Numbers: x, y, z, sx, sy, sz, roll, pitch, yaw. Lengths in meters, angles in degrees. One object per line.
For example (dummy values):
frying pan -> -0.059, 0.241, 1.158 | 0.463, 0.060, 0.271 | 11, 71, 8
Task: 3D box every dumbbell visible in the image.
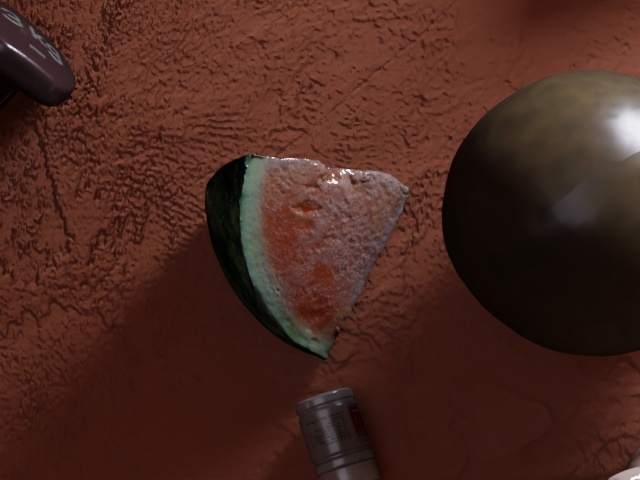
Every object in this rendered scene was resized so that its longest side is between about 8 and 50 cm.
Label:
dumbbell -> -0.367, -0.131, 1.744 | 0.225, 0.140, 0.124 | -43, 28, 12

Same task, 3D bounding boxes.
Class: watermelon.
watermelon -> -0.017, 0.010, 1.607 | 0.202, 0.136, 0.207 | -28, 90, 23

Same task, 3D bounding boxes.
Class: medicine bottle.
medicine bottle -> 0.016, 0.190, 1.604 | 0.058, 0.058, 0.091 | -22, 78, 18

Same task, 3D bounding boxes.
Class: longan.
longan -> 0.230, -0.026, 1.451 | 0.258, 0.258, 0.258 | -2, 84, 21

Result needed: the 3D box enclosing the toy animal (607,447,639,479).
toy animal -> 0.283, 0.326, 1.418 | 0.213, 0.195, 0.256 | 29, 93, 13
